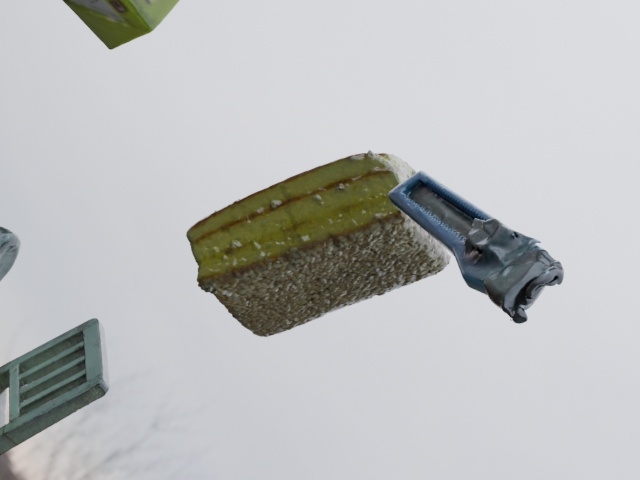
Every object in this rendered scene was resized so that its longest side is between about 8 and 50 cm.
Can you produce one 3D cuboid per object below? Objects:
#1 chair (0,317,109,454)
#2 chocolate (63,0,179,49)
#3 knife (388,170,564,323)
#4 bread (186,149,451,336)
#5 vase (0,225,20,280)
[{"bbox_3d":[-0.366,0.141,1.685,0.147,0.270,0.136,52,11,-29],"label":"chair"},{"bbox_3d":[-0.251,-0.450,2.190,0.137,0.301,0.289,14,-28,53],"label":"chocolate"},{"bbox_3d":[0.084,-0.004,0.995,0.026,0.044,0.296,50,-1,-18],"label":"knife"},{"bbox_3d":[0.000,0.000,1.707,0.184,0.234,0.111,44,30,-62],"label":"bread"},{"bbox_3d":[-0.413,-0.033,1.716,0.219,0.096,0.096,35,-21,12],"label":"vase"}]
